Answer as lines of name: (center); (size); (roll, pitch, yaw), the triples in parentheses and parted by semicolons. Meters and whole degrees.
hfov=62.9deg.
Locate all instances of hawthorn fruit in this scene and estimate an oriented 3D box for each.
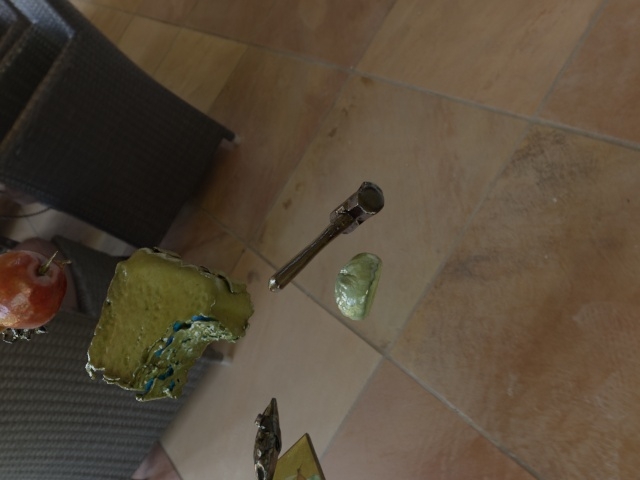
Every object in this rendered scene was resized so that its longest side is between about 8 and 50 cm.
hawthorn fruit: (-0.448, 0.074, 0.791); (0.140, 0.125, 0.125); (-1, 69, 33)

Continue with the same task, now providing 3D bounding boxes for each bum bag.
bum bag: (-0.124, 0.482, 1.230); (0.248, 0.069, 0.102); (-96, 30, -52)

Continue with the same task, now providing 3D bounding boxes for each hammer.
hammer: (0.000, 0.000, 1.531); (0.408, 0.095, 0.242); (-41, 1, -21)

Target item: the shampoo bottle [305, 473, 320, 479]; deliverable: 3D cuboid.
shampoo bottle: (0.004, 0.730, 1.395); (0.069, 0.041, 0.191); (-49, 43, 20)

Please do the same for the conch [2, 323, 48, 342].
conch: (-0.969, 0.191, 1.619); (0.313, 0.186, 0.241); (39, 79, 15)

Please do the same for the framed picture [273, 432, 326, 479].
framed picture: (-0.090, 0.779, 1.600); (0.255, 0.014, 0.339); (-43, 23, 2)

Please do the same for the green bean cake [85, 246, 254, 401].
green bean cake: (-0.302, 0.194, 1.112); (0.284, 0.202, 0.310); (20, 85, 29)

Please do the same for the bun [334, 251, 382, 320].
bun: (0.104, 0.125, 1.490); (0.118, 0.195, 0.196); (18, 80, 13)

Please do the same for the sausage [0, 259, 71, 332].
sausage: (-0.759, 0.144, 1.273); (0.112, 0.112, 0.328); (18, 50, 43)
